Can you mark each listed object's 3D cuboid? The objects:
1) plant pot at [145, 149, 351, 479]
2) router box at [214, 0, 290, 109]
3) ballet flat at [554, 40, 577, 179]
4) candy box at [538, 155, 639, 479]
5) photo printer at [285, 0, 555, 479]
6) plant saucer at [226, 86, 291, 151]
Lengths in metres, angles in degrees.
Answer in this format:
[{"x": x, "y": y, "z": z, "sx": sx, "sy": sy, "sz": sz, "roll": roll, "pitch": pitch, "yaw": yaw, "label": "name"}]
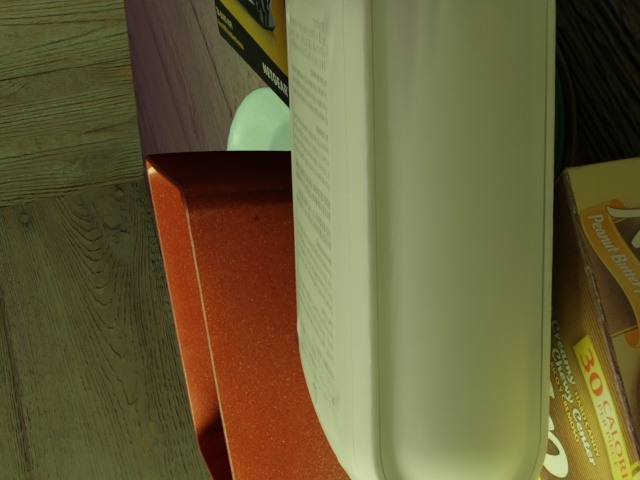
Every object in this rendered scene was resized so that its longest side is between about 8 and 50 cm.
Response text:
[{"x": 0.011, "y": 0.053, "z": 1.039, "sx": 0.267, "sy": 0.236, "sz": 0.267, "roll": -144, "pitch": 44, "yaw": -75, "label": "plant pot"}, {"x": -0.046, "y": -0.291, "z": 1.328, "sx": 0.309, "sy": 0.081, "sz": 0.243, "roll": -129, "pitch": 29, "yaw": -60, "label": "router box"}, {"x": 0.116, "y": -0.119, "z": 0.825, "sx": 0.073, "sy": 0.080, "sz": 0.232, "roll": 0, "pitch": -100, "yaw": -73, "label": "ballet flat"}, {"x": 0.151, "y": 0.087, "z": 0.760, "sx": 0.316, "sy": 0.087, "sz": 0.183, "roll": 114, "pitch": 145, "yaw": -72, "label": "candy box"}, {"x": 0.047, "y": -0.011, "z": 0.717, "sx": 0.256, "sy": 0.107, "sz": 0.307, "roll": -124, "pitch": 31, "yaw": -73, "label": "photo printer"}, {"x": -0.037, "y": -0.063, "z": 1.365, "sx": 0.195, "sy": 0.037, "sz": 0.195, "roll": 16, "pitch": 110, "yaw": 55, "label": "plant saucer"}]
